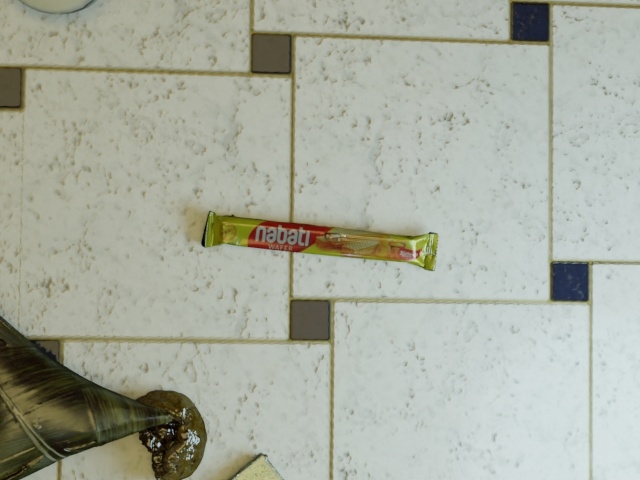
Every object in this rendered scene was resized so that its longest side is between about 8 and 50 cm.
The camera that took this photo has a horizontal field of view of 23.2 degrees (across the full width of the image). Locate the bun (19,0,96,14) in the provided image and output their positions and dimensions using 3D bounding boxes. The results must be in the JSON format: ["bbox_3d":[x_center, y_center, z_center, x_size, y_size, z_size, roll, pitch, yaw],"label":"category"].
[{"bbox_3d":[-0.313,-0.344,1.866,0.138,0.094,0.138,2,119,4],"label":"bun"}]

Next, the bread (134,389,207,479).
[{"bbox_3d":[-0.178,0.230,1.861,0.082,0.060,0.113,-25,89,-6],"label":"bread"}]

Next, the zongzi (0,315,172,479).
[{"bbox_3d":[-0.324,0.140,1.817,0.241,0.111,0.248,-20,88,-4],"label":"zongzi"}]

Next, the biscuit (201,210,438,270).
[{"bbox_3d":[0.000,0.000,1.916,0.292,0.026,0.048,5,105,-7],"label":"biscuit"}]

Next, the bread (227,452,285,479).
[{"bbox_3d":[-0.107,0.328,1.880,0.153,0.028,0.068,-40,92,-9],"label":"bread"}]
